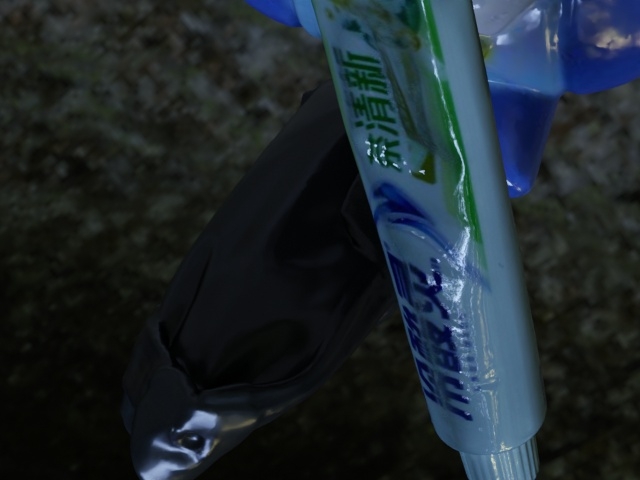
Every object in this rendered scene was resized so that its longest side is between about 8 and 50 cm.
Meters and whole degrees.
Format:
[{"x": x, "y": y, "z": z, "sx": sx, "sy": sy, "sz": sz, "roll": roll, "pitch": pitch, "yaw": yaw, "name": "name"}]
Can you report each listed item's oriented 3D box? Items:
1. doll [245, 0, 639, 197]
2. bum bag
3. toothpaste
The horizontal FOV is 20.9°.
[{"x": 0.056, "y": -0.151, "z": 0.770, "sx": 0.365, "sy": 0.187, "sz": 0.376, "roll": 36, "pitch": 176, "yaw": -39, "name": "doll"}, {"x": 0.000, "y": 0.000, "z": 0.875, "sx": 0.080, "sy": 0.142, "sz": 0.326, "roll": 54, "pitch": -124, "yaw": -27, "name": "bum bag"}, {"x": 0.045, "y": -0.012, "z": 0.655, "sx": 0.048, "sy": 0.075, "sz": 0.297, "roll": -47, "pitch": -42, "yaw": -32, "name": "toothpaste"}]
